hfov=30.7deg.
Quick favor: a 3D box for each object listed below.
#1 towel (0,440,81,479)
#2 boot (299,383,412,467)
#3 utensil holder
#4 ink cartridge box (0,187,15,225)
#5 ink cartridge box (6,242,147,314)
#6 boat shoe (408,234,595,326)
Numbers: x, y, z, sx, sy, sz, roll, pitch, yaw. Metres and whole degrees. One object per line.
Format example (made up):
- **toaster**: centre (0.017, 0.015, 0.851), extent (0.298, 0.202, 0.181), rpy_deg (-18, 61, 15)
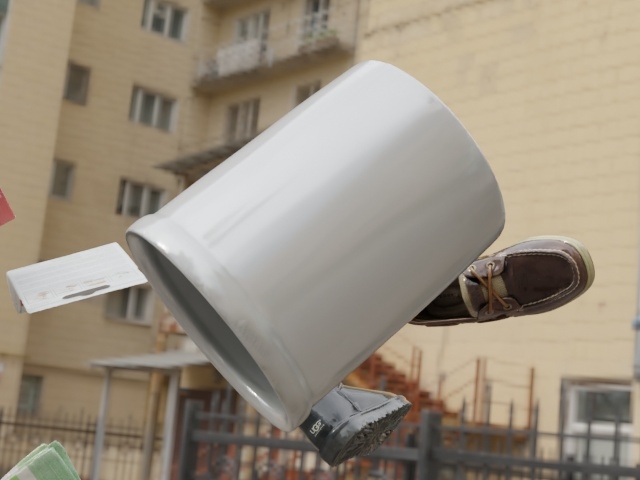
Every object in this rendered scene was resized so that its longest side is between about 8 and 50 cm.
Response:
- **towel**: centre (-0.456, 0.490, 1.746), extent (0.324, 0.248, 0.038), rpy_deg (-38, -9, 5)
- **boot**: centre (-0.042, 0.262, 2.472), extent (0.445, 0.146, 0.367), rpy_deg (41, 13, 20)
- **utensil holder**: centre (0.000, 0.000, 1.508), extent (0.327, 0.385, 0.328), rpy_deg (46, -17, 19)
- **ink cartridge box**: centre (-0.577, -0.020, 1.768), extent (0.198, 0.067, 0.115), rpy_deg (-32, 19, -24)
- **ink cartridge box**: centre (-0.377, 0.077, 1.805), extent (0.189, 0.066, 0.232), rpy_deg (-16, 24, -18)
- **boat shoe**: centre (0.265, 0.079, 1.828), extent (0.342, 0.123, 0.123), rpy_deg (-12, 10, 44)
